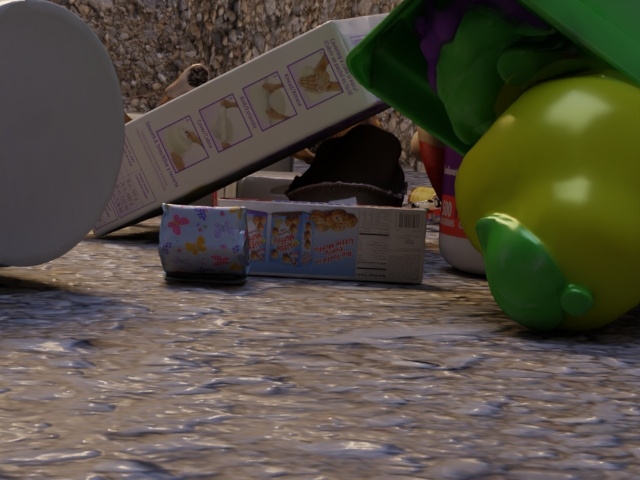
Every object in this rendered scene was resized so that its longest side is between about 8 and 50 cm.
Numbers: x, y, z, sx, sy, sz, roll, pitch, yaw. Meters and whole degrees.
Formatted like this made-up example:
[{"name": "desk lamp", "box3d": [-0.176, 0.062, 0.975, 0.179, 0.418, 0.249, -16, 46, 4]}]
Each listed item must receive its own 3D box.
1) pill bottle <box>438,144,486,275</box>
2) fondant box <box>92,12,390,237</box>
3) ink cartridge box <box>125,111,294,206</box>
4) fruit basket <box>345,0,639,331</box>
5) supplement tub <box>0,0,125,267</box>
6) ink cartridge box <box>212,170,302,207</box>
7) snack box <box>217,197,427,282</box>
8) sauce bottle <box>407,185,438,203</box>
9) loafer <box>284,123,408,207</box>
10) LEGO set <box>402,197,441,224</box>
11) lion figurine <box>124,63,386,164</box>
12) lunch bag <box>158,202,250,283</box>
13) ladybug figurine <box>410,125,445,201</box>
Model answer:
[{"name": "pill bottle", "box3d": [0.209, -0.128, 1.498, 0.181, 0.323, 0.181, 3, 5, 0]}, {"name": "fondant box", "box3d": [-0.070, -0.123, 1.662, 0.330, 0.096, 0.238, -25, 1, 22]}, {"name": "ink cartridge box", "box3d": [-0.182, -0.116, 2.257, 0.211, 0.121, 0.289, 2, 5, -20]}, {"name": "fruit basket", "box3d": [0.199, -0.064, 1.245, 0.392, 0.392, 0.283, 2, -15, -20]}, {"name": "supplement tub", "box3d": [-0.329, -0.091, 1.234, 0.316, 0.228, 0.228, 7, 6, 35]}, {"name": "ink cartridge box", "box3d": [-0.062, -0.048, 1.901, 0.109, 0.063, 0.150, 3, 5, -14]}, {"name": "snack box", "box3d": [0.000, 0.000, 1.370, 0.178, 0.064, 0.022, 3, 7, -6]}, {"name": "sauce bottle", "box3d": [0.170, -0.051, 2.244, 0.042, 0.042, 0.128, 1, 7, -30]}, {"name": "loafer", "box3d": [0.023, -0.057, 1.664, 0.134, 0.130, 0.366, 3, 5, 1]}, {"name": "LEGO set", "box3d": [0.117, -0.028, 2.052, 0.182, 0.060, 0.244, -8, 0, 20]}, {"name": "lion figurine", "box3d": [-0.094, -0.147, 2.045, 0.392, 0.142, 0.240, 9, -3, -6]}, {"name": "lunch bag", "box3d": [-0.092, 0.007, 1.293, 0.071, 0.053, 0.083, 3, -21, -1]}, {"name": "ladybug figurine", "box3d": [0.303, -0.064, 1.724, 0.449, 0.162, 0.305, 7, 1, 30]}]
